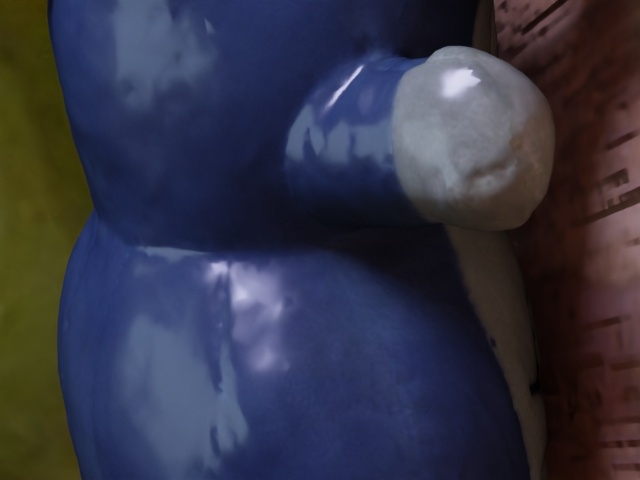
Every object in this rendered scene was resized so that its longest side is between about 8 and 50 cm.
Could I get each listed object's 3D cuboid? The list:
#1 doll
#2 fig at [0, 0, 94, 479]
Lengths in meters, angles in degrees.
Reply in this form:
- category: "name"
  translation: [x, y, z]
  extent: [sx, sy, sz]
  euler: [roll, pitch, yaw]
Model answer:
- category: "doll"
  translation: [0.000, 0.000, 0.462]
  extent: [0.228, 0.154, 0.258]
  euler: [-140, 40, -68]
- category: "fig"
  translation: [-0.193, 0.024, 0.915]
  extent: [0.343, 0.343, 0.343]
  euler: [175, 90, -78]
